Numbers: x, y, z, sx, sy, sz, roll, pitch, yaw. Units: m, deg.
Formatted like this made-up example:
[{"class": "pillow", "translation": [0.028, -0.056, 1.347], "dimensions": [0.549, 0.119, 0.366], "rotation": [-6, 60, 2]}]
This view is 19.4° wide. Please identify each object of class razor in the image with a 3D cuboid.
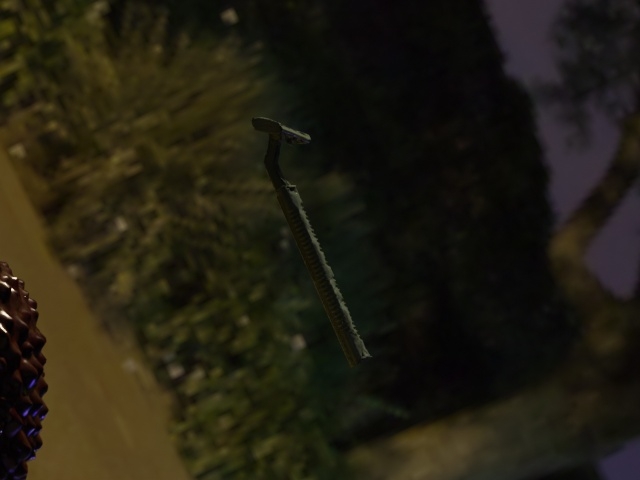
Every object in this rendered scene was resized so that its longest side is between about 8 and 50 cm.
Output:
[{"class": "razor", "translation": [-0.006, 0.003, 1.510], "dimensions": [0.084, 0.036, 0.211], "rotation": [14, 57, -71]}]

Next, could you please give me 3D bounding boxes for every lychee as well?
[{"class": "lychee", "translation": [-0.420, 0.141, 1.892], "dimensions": [0.330, 0.306, 0.306], "rotation": [63, 0, 7]}]
